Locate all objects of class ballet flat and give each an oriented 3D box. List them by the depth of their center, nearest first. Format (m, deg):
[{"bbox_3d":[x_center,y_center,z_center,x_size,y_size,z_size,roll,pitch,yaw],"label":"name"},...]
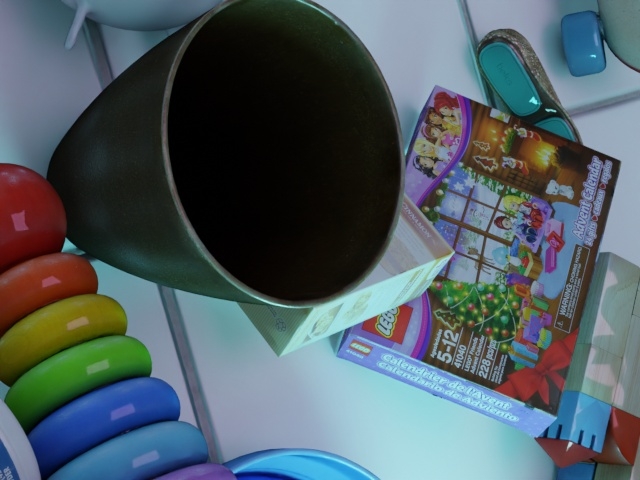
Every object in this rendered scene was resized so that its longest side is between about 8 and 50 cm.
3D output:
[{"bbox_3d":[0.233,-0.139,1.555,0.206,0.073,0.067,62,31,-20],"label":"ballet flat"}]

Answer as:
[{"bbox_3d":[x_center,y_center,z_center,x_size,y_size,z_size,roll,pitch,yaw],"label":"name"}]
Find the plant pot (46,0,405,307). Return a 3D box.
[{"bbox_3d":[-0.094,-0.049,1.067,0.215,0.230,0.215,8,78,-41],"label":"plant pot"}]

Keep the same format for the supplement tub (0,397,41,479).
[{"bbox_3d":[-0.283,0.174,0.884,0.199,0.144,0.144,-37,107,-45],"label":"supplement tub"}]

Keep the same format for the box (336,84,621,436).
[{"bbox_3d":[0.154,0.014,1.368,0.200,0.057,0.293,21,59,-3],"label":"box"}]

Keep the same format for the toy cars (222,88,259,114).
[{"bbox_3d":[0.002,-0.192,1.135,0.087,0.394,0.176,24,49,12],"label":"toy cars"}]

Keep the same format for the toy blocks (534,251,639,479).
[{"bbox_3d":[0.329,0.184,1.514,0.381,0.190,0.261,26,73,-34],"label":"toy blocks"}]

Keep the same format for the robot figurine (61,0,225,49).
[{"bbox_3d":[-0.111,-0.300,1.138,0.353,0.199,0.300,-57,145,-37],"label":"robot figurine"}]

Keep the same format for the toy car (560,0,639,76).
[{"bbox_3d":[0.395,-0.280,1.700,0.238,0.219,0.210,16,66,-73],"label":"toy car"}]

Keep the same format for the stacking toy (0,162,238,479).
[{"bbox_3d":[-0.166,0.093,1.004,0.141,0.141,0.330,-9,66,-47],"label":"stacking toy"}]

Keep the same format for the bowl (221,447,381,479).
[{"bbox_3d":[-0.034,0.362,1.145,0.391,0.077,0.391,14,70,-43],"label":"bowl"}]

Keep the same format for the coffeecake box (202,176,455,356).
[{"bbox_3d":[0.000,0.000,1.231,0.185,0.068,0.142,-19,63,-45],"label":"coffeecake box"}]
